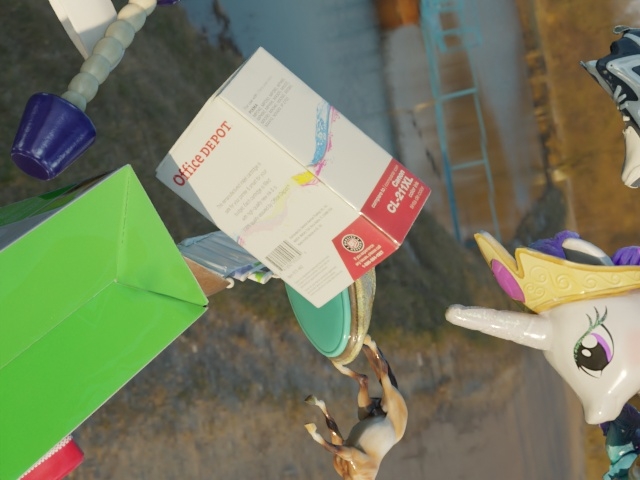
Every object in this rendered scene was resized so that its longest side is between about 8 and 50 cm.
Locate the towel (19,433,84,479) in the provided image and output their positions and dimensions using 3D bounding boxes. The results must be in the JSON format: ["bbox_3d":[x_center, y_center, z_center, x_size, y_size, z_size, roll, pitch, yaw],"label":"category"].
[{"bbox_3d":[-0.435,0.217,1.244,0.275,0.199,0.031,57,-17,-11],"label":"towel"}]

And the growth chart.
[{"bbox_3d":[-0.123,0.024,1.563,0.237,0.172,0.021,-14,124,-58],"label":"growth chart"}]

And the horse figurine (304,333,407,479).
[{"bbox_3d":[0.054,0.243,1.387,0.174,0.066,0.263,58,39,-21],"label":"horse figurine"}]

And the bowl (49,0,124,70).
[{"bbox_3d":[-0.263,-0.261,1.142,0.142,0.053,0.142,49,-16,48],"label":"bowl"}]

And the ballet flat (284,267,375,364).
[{"bbox_3d":[0.000,0.000,1.238,0.349,0.123,0.123,58,0,38],"label":"ballet flat"}]

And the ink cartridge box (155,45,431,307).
[{"bbox_3d":[-0.023,-0.046,0.814,0.175,0.127,0.072,40,52,-8],"label":"ink cartridge box"}]

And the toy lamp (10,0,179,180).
[{"bbox_3d":[-0.229,-0.181,1.079,0.275,0.080,0.080,-64,148,-25],"label":"toy lamp"}]

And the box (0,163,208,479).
[{"bbox_3d":[-0.251,0.080,0.709,0.262,0.231,0.127,-43,113,-43],"label":"box"}]

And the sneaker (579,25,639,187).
[{"bbox_3d":[0.442,-0.206,1.529,0.094,0.153,0.235,-36,144,-73],"label":"sneaker"}]

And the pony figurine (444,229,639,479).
[{"bbox_3d":[0.284,0.108,0.562,0.303,0.351,0.364,104,-36,-68],"label":"pony figurine"}]

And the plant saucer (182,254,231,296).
[{"bbox_3d":[-0.177,0.021,1.120,0.029,0.168,0.168,-65,158,-7],"label":"plant saucer"}]
